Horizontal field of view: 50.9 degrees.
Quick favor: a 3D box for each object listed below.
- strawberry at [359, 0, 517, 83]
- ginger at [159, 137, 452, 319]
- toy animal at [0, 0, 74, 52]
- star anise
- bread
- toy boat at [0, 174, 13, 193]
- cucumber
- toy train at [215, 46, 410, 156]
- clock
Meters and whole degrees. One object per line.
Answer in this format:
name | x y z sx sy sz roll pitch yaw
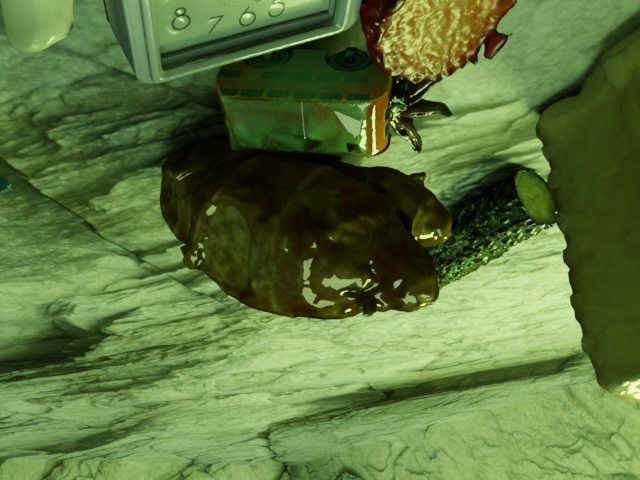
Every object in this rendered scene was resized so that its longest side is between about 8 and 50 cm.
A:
strawberry | 0.095 -0.205 0.572 0.145 0.086 0.145 -11 155 -5
ginger | -0.015 -0.018 0.726 0.274 0.152 0.357 3 -164 -28
toy animal | -0.256 -0.186 0.434 0.193 0.178 0.127 -18 154 25
star anise | 0.076 -0.147 0.734 0.141 0.042 0.141 -1 147 -1
bread | 0.467 -0.027 0.708 0.390 0.371 0.279 11 153 -24
toy boat | -0.485 -0.076 0.699 0.299 0.096 0.062 9 160 -33
cucumber | 0.206 0.012 1.039 0.096 0.096 0.359 9 152 -28
toy train | -0.010 -0.136 0.643 0.188 0.099 0.072 5 134 9
clock | -0.059 -0.207 0.486 0.193 0.073 0.144 -21 157 -17
